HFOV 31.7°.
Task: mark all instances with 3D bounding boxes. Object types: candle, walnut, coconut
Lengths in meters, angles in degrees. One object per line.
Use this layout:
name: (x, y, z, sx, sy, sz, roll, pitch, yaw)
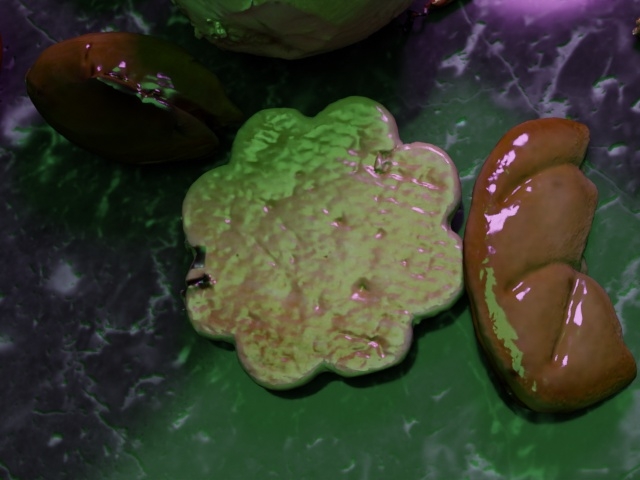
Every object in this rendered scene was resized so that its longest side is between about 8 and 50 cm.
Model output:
candle: (0.154, -0.275, 1.218, 0.167, 0.021, 0.026, -31, 93, -1)
walnut: (-0.198, -0.151, 1.186, 0.245, 0.137, 0.137, 10, 77, 17)
coconut: (-0.033, -0.313, 1.124, 0.297, 0.297, 0.255, -5, 63, 8)

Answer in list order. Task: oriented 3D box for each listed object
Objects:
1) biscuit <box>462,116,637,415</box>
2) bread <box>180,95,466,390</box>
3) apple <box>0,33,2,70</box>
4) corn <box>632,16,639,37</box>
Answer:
biscuit: (0.213, 0.020, 1.096, 0.154, 0.045, 0.299, -3, 72, -14)
bread: (0.000, 0.000, 1.150, 0.316, 0.054, 0.316, -3, 74, 10)
apple: (-0.446, -0.213, 1.219, 0.196, 0.196, 0.196, -2, 74, 9)
corn: (0.362, -0.229, 1.167, 0.083, 0.028, 0.027, -18, 94, 4)
